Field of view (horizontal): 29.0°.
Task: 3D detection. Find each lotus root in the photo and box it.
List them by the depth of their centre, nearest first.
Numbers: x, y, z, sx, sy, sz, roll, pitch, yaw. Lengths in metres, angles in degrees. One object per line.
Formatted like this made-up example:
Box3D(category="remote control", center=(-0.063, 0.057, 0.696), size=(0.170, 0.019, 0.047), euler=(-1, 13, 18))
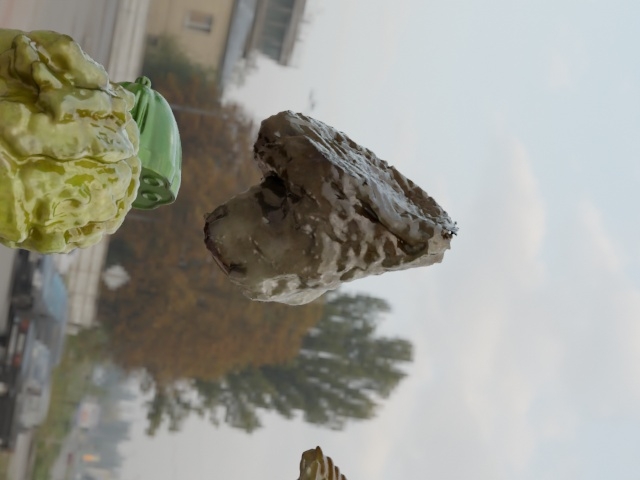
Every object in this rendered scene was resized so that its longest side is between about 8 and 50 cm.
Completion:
Box3D(category="lotus root", center=(-0.265, -0.154, 1.697), size=(0.186, 0.186, 0.186), euler=(-170, -90, -81))

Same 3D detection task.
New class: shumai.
Box3D(category="shumai", center=(-0.001, -0.002, 1.221), size=(0.185, 0.218, 0.184), euler=(-58, -179, 17))

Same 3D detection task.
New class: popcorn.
Box3D(category="popcorn", center=(-0.295, -0.109, 1.282), size=(0.212, 0.259, 0.259), euler=(-32, -141, 31))

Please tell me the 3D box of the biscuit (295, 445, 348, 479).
Box3D(category="biscuit", center=(-0.003, 0.282, 1.094), size=(0.031, 0.176, 0.228), euler=(-30, -126, 28))
